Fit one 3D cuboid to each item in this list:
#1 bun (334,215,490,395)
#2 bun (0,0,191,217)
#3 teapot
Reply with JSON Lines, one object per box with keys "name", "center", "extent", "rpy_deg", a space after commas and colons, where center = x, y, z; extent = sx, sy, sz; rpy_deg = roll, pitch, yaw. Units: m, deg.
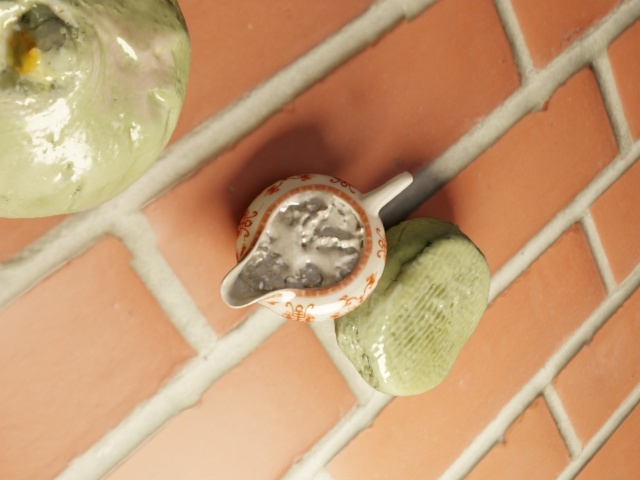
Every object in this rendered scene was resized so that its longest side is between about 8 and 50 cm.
{"name": "bun", "center": [0.104, 0.078, 0.899], "extent": [0.221, 0.108, 0.222], "rpy_deg": [-15, 114, -37]}
{"name": "bun", "center": [-0.216, -0.137, 0.577], "extent": [0.283, 0.179, 0.284], "rpy_deg": [-20, 123, -35]}
{"name": "teapot", "center": [0.000, 0.000, 0.797], "extent": [0.245, 0.159, 0.116], "rpy_deg": [-42, 163, -11]}
